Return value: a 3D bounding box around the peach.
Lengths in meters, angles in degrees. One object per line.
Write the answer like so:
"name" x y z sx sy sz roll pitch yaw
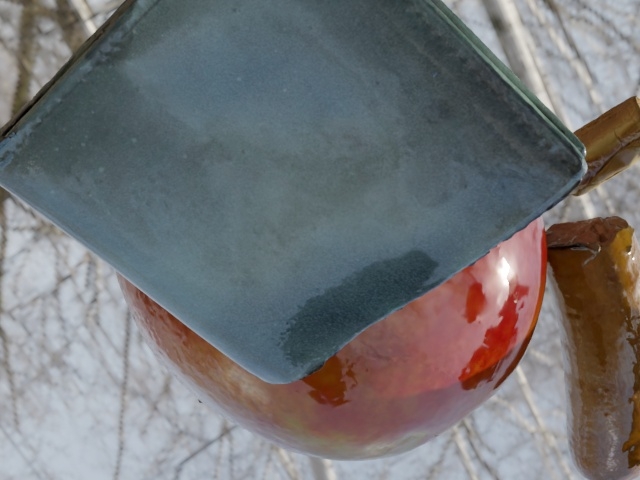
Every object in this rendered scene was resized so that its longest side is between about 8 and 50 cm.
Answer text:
"peach" 0.000 0.000 1.182 0.388 0.388 0.388 -21 -149 13

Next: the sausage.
"sausage" 0.275 0.110 1.309 0.108 0.271 0.109 -10 -161 3

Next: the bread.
"bread" 0.332 -0.109 1.584 0.132 0.053 0.074 -36 -149 20

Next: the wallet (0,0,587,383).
"wallet" -0.031 -0.048 0.806 0.290 0.251 0.054 -38 -158 34
